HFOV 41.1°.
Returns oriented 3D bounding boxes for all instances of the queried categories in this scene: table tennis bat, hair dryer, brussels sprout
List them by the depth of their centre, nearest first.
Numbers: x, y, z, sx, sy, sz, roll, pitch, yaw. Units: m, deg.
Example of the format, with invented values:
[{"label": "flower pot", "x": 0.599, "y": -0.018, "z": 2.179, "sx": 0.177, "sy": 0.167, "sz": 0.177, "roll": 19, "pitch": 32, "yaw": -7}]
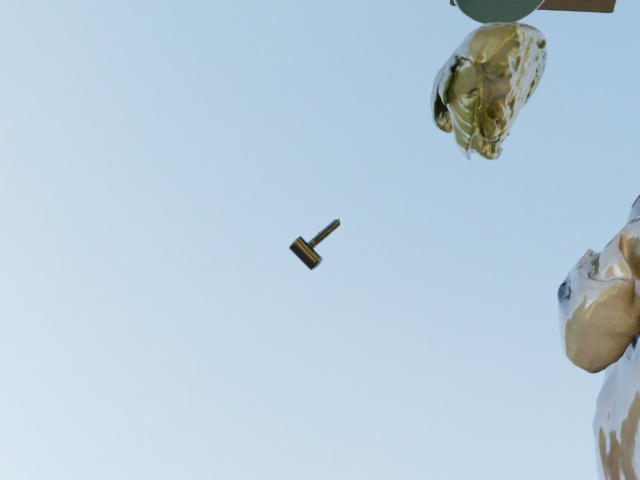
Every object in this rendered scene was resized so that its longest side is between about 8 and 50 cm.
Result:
[{"label": "brussels sprout", "x": 0.176, "y": -0.165, "z": 0.885, "sx": 0.139, "sy": 0.100, "sz": 0.181, "roll": -44, "pitch": -32, "yaw": -8}, {"label": "hair dryer", "x": 0.000, "y": 0.000, "z": 1.183, "sx": 0.047, "sy": 0.083, "sz": 0.026, "roll": 46, "pitch": -24, "yaw": 5}, {"label": "table tennis bat", "x": 0.218, "y": -0.376, "z": 1.196, "sx": 0.237, "sy": 0.038, "sz": 0.149, "roll": 0, "pitch": -51, "yaw": -14}]

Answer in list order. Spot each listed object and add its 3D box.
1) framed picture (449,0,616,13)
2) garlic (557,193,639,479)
[{"label": "framed picture", "x": 0.318, "y": -0.446, "z": 1.235, "sx": 0.265, "sy": 0.016, "sz": 0.347, "roll": 5, "pitch": -23, "yaw": 11}, {"label": "garlic", "x": 0.248, "y": 0.054, "z": 0.408, "sx": 0.241, "sy": 0.322, "sz": 0.322, "roll": 39, "pitch": -45, "yaw": 18}]
